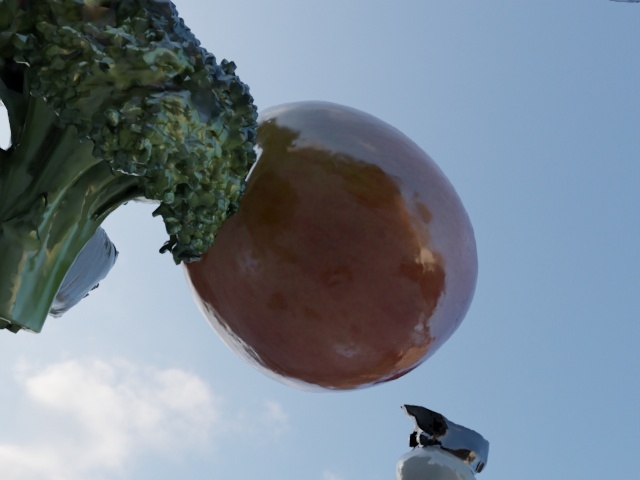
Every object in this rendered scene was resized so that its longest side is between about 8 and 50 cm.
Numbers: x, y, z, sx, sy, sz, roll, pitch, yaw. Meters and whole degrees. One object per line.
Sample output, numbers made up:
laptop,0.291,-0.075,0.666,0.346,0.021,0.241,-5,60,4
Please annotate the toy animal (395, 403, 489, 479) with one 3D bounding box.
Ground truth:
toy animal,0.194,0.386,1.193,0.166,0.179,0.138,11,-39,17

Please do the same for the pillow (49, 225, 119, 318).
pillow,-0.344,0.024,0.946,0.078,0.134,0.181,28,-24,7

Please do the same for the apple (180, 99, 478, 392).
apple,0.000,0.000,0.880,0.364,0.364,0.364,10,-64,21

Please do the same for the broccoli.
broccoli,-0.206,-0.096,0.571,0.249,0.302,0.375,-26,-41,35

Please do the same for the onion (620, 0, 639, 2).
onion,0.284,-0.335,0.561,0.282,0.336,0.260,25,-28,-12
